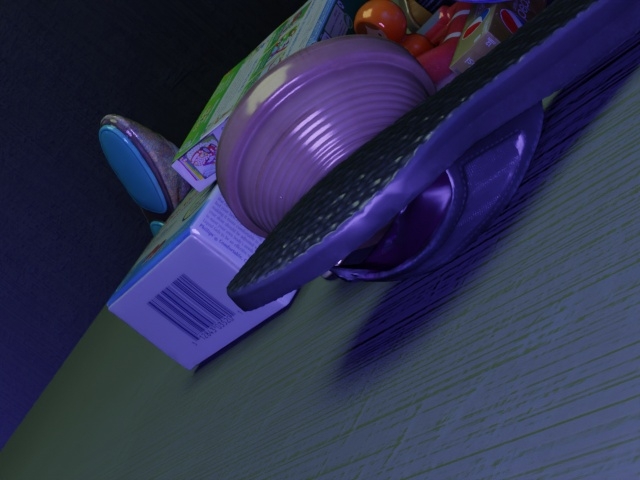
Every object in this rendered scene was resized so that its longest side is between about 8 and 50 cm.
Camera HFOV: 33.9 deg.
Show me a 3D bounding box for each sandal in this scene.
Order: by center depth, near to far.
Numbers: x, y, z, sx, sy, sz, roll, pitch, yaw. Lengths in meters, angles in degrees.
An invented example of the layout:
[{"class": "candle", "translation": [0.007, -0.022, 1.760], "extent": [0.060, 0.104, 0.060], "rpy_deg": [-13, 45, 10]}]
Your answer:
[{"class": "sandal", "translation": [0.118, -0.063, 0.852], "extent": [0.445, 0.107, 0.167], "rpy_deg": [-37, 12, 5]}]

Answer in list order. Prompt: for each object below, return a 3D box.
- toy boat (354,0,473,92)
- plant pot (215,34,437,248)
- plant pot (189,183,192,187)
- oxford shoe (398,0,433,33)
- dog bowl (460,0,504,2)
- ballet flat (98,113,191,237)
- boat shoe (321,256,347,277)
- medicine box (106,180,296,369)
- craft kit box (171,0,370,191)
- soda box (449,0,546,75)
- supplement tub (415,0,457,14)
[{"class": "toy boat", "translation": [0.101, -0.210, 1.181], "extent": [0.151, 0.151, 0.231], "rpy_deg": [-43, 14, 36]}, {"class": "plant pot", "translation": [0.027, -0.069, 1.012], "extent": [0.237, 0.237, 0.110], "rpy_deg": [-47, 51, 17]}, {"class": "plant pot", "translation": [-0.114, -0.128, 1.676], "extent": [0.191, 0.174, 0.191], "rpy_deg": [-48, 12, 13]}, {"class": "oxford shoe", "translation": [0.149, -0.427, 1.632], "extent": [0.076, 0.212, 0.076], "rpy_deg": [-7, -17, -44]}, {"class": "dog bowl", "translation": [0.201, -0.370, 1.091], "extent": [0.264, 0.104, 0.265], "rpy_deg": [-15, 46, 15]}, {"class": "ballet flat", "translation": [-0.215, -0.062, 1.555], "extent": [0.123, 0.349, 0.123], "rpy_deg": [-15, 34, 11]}, {"class": "boat shoe", "translation": [0.000, 0.000, 1.170], "extent": [0.056, 0.049, 0.152], "rpy_deg": [-50, 12, 4]}, {"class": "medicine box", "translation": [-0.104, -0.015, 1.363], "extent": [0.263, 0.149, 0.289], "rpy_deg": [-37, 19, 49]}, {"class": "craft kit box", "translation": [-0.053, -0.201, 1.274], "extent": [0.246, 0.061, 0.250], "rpy_deg": [-33, 22, 30]}, {"class": "soda box", "translation": [0.188, -0.218, 1.097], "extent": [0.058, 0.061, 0.181], "rpy_deg": [-43, 14, 35]}, {"class": "supplement tub", "translation": [0.114, -0.434, 1.316], "extent": [0.207, 0.338, 0.207], "rpy_deg": [-53, 6, 8]}]
